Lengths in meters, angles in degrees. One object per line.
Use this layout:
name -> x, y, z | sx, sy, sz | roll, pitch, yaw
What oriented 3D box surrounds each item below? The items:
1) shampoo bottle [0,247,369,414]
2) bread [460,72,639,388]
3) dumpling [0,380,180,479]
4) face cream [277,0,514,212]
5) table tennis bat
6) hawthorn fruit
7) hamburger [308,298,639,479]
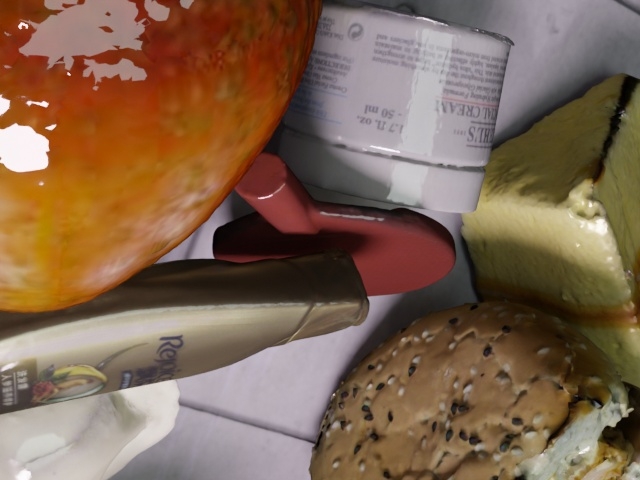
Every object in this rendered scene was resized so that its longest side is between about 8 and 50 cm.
shampoo bottle -> -0.137, 0.064, 1.123 | 0.350, 0.125, 0.084 | -9, 65, -19
bread -> 0.293, 0.001, 1.432 | 0.236, 0.198, 0.263 | -36, 122, -27
dumpling -> -0.228, 0.170, 1.208 | 0.216, 0.126, 0.166 | -42, 143, -32
face cream -> 0.060, -0.115, 1.253 | 0.177, 0.177, 0.153 | 6, 101, -33
table tennis bat -> 0.000, 0.000, 1.214 | 0.310, 0.200, 0.038 | 47, 41, -65
hawthorn fruit -> -0.204, -0.128, 0.990 | 0.403, 0.403, 0.403 | -10, 109, -29
hamburger -> 0.131, 0.208, 1.334 | 0.195, 0.277, 0.318 | 35, 92, -37
